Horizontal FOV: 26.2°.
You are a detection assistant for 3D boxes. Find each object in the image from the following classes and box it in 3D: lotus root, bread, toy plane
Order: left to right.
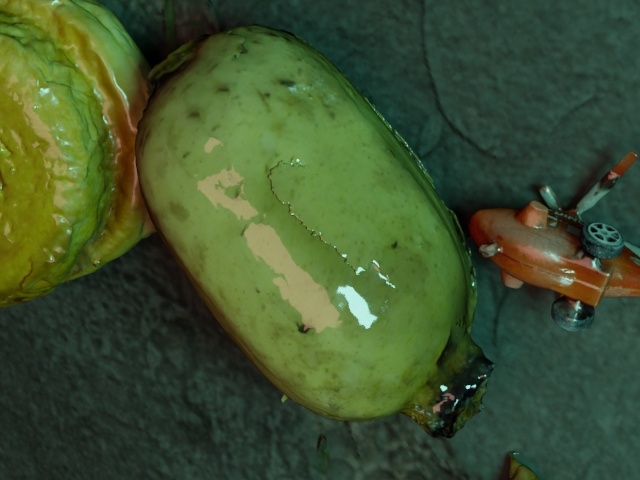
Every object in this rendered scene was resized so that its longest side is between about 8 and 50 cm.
[{"bbox_3d":[-0.210,-0.061,0.924,0.236,0.120,0.198,-24,94,27],"label":"bread"},{"bbox_3d":[0.000,0.000,0.835,0.284,0.160,0.146,49,159,3],"label":"lotus root"},{"bbox_3d":[0.181,0.027,0.818,0.194,0.077,0.126,37,126,-2],"label":"toy plane"}]

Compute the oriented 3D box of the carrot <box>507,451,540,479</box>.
[{"bbox_3d":[0.161,0.248,0.908,0.057,0.057,0.224,-16,97,26],"label":"carrot"}]
